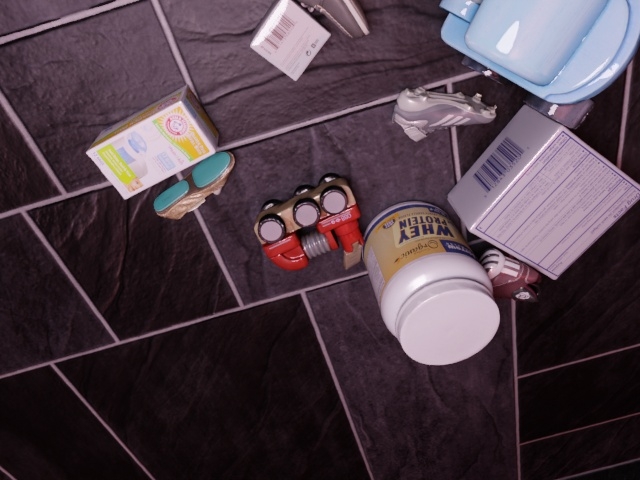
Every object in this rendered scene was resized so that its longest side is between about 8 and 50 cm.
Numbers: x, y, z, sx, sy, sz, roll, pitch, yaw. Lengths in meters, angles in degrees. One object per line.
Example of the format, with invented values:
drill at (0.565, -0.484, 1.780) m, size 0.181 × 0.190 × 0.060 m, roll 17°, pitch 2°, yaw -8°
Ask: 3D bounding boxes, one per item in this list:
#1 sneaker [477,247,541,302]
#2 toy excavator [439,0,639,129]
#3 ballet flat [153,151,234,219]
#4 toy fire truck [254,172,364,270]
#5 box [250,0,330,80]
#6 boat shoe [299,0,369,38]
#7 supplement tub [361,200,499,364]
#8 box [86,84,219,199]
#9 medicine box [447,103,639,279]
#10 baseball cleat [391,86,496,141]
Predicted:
sneaker at (0.418, 0.122, 1.108) m, size 0.162 × 0.107 × 0.281 m, roll 18°, pitch 158°, yaw 5°
toy excavator at (0.248, -0.380, 0.709) m, size 0.445 × 0.433 × 0.223 m, roll -9°, pitch 136°, yaw -51°
ballet flat at (-0.250, -0.110, 0.975) m, size 0.206 × 0.073 × 0.067 m, roll -29°, pitch 150°, yaw 14°
toy fire truck at (0.000, 0.000, 1.041) m, size 0.216 × 0.159 × 0.247 m, roll -24°, pitch 113°, yaw 7°
box at (-0.054, -0.356, 0.817) m, size 0.101 × 0.087 × 0.101 m, roll 31°, pitch 114°, yaw -26°
boat shoe at (-0.045, -0.455, 0.750) m, size 0.095 × 0.112 × 0.335 m, roll -28°, pitch 119°, yaw 26°
supplement tub at (0.224, 0.081, 1.006) m, size 0.228 × 0.316 × 0.229 m, roll -4°, pitch 124°, yaw -6°
box at (-0.307, -0.185, 0.884) m, size 0.203 × 0.103 × 0.114 m, roll -25°, pitch 124°, yaw 8°
medicine box at (0.482, -0.098, 1.027) m, size 0.289 × 0.149 × 0.264 m, roll 25°, pitch 116°, yaw -23°
baseball cleat at (0.244, -0.249, 0.953) m, size 0.205 × 0.072 × 0.110 m, roll 10°, pitch 135°, yaw -9°
